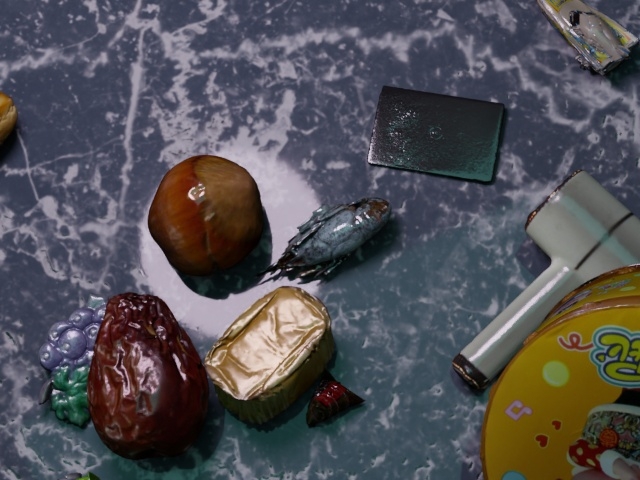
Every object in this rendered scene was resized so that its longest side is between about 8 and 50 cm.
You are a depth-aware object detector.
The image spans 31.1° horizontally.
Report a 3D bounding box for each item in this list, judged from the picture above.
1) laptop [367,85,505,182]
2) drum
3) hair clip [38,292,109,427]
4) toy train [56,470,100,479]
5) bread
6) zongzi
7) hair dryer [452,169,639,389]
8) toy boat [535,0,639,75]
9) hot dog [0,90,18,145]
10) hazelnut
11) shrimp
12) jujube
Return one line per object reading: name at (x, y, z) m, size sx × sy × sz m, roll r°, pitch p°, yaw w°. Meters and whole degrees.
laptop at (0.178, -0.163, 1.773) m, size 0.197 × 0.016 × 0.135 m, roll 11°, pitch 74°, yaw 8°
drum at (0.422, 0.246, 1.419) m, size 0.431 × 0.214 × 0.431 m, roll 6°, pitch 104°, yaw 24°
hair clip at (-0.349, 0.174, 1.684) m, size 0.124 × 0.052 × 0.195 m, roll 10°, pitch 78°, yaw -4°
toy train at (-0.319, 0.452, 1.486) m, size 0.174 × 0.249 × 0.307 m, roll -17°, pitch 72°, yaw -4°
bread at (-0.069, 0.164, 1.634) m, size 0.190 × 0.114 × 0.132 m, roll -41°, pitch 65°, yaw -18°
zongzi at (0.010, 0.218, 1.650) m, size 0.083 × 0.067 × 0.073 m, roll -21°, pitch 59°, yaw -22°
hair dryer at (0.317, 0.090, 1.638) m, size 0.362 × 0.128 × 0.203 m, roll -44°, pitch 76°, yaw -2°
toy boat at (0.397, -0.338, 1.787) m, size 0.084 × 0.066 × 0.210 m, roll -40°, pitch 74°, yaw -10°
hot dog at (-0.597, -0.100, 1.757) m, size 0.135 × 0.100 × 0.337 m, roll 31°, pitch 75°, yaw 21°
hazelnut at (-0.172, -0.041, 1.676) m, size 0.182 × 0.182 × 0.182 m, roll -1°, pitch 72°, yaw 3°
shrimp at (0.000, 0.000, 1.702) m, size 0.233 × 0.079 × 0.090 m, roll -28°, pitch 111°, yaw 0°
jujube at (-0.244, 0.189, 1.613) m, size 0.168 × 0.168 × 0.236 m, roll -12°, pitch 70°, yaw 0°
